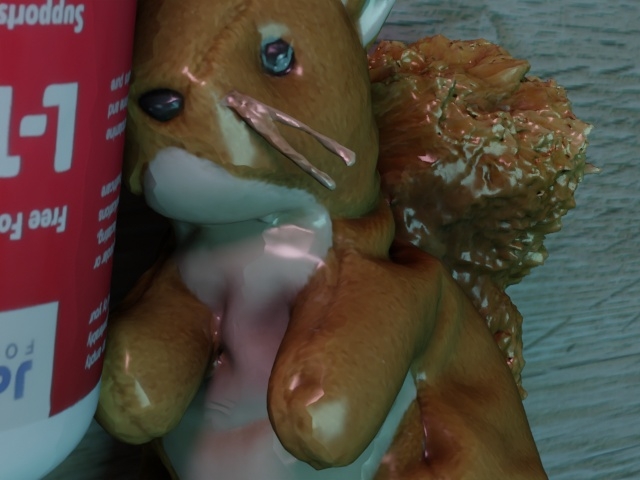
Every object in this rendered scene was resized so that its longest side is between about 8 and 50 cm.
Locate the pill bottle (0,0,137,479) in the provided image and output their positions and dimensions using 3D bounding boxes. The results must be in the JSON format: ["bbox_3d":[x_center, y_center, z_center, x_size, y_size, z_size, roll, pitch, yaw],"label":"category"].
[{"bbox_3d":[-0.203,-0.024,0.659,0.229,0.229,0.408,-7,110,-43],"label":"pill bottle"}]

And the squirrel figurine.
[{"bbox_3d":[0.000,0.000,0.887,0.397,0.281,0.371,-37,116,-56],"label":"squirrel figurine"}]
